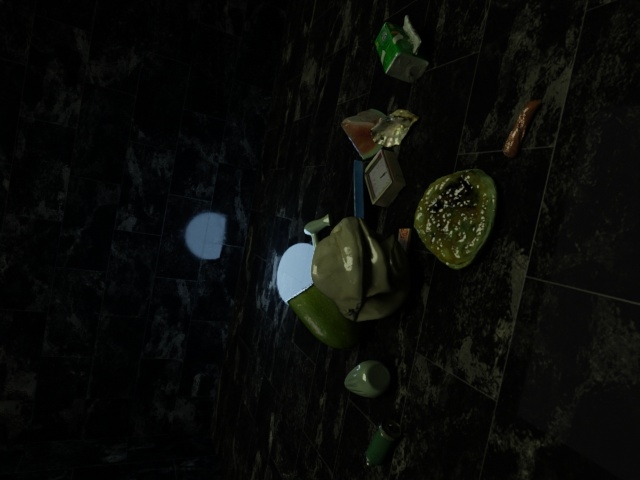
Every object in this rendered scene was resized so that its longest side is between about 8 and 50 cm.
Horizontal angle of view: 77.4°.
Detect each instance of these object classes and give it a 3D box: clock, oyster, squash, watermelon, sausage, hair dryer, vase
[{"bbox_3d":[0.254,-0.250,1.598,0.147,0.071,0.192,-52,38,45],"label":"clock"},{"bbox_3d":[0.285,-0.449,1.580,0.072,0.133,0.209,-52,-2,-30],"label":"oyster"},{"bbox_3d":[0.068,0.281,1.569,0.308,0.310,0.310,57,144,5],"label":"squash"},{"bbox_3d":[0.192,-0.461,1.719,0.207,0.202,0.136,-67,-9,22],"label":"watermelon"},{"bbox_3d":[0.540,-0.301,1.075,0.036,0.042,0.157,-40,-27,-69],"label":"sausage"},{"bbox_3d":[0.000,0.000,2.062,0.206,0.075,0.237,-21,70,54],"label":"hair dryer"},{"bbox_3d":[0.162,0.515,1.476,0.248,0.128,0.128,129,143,-60],"label":"vase"}]

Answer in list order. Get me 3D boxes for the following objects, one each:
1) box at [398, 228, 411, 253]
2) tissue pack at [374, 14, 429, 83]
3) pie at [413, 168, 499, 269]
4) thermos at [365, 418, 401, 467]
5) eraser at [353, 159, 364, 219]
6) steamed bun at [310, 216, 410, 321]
[{"bbox_3d":[0.307,0.003,1.467,0.058,0.015,0.093,-178,96,-66],"label":"box"},{"bbox_3d":[0.324,-0.743,1.532,0.156,0.148,0.209,128,143,-47],"label":"tissue pack"},{"bbox_3d":[0.412,-0.078,1.222,0.323,0.071,0.323,-33,52,55],"label":"pie"},{"bbox_3d":[0.204,0.701,1.373,0.083,0.073,0.187,56,131,53],"label":"thermos"},{"bbox_3d":[0.164,-0.172,1.706,0.144,0.043,0.311,73,-164,-75],"label":"eraser"},{"bbox_3d":[0.174,0.096,1.383,0.255,0.367,0.342,-15,36,37],"label":"steamed bun"}]
